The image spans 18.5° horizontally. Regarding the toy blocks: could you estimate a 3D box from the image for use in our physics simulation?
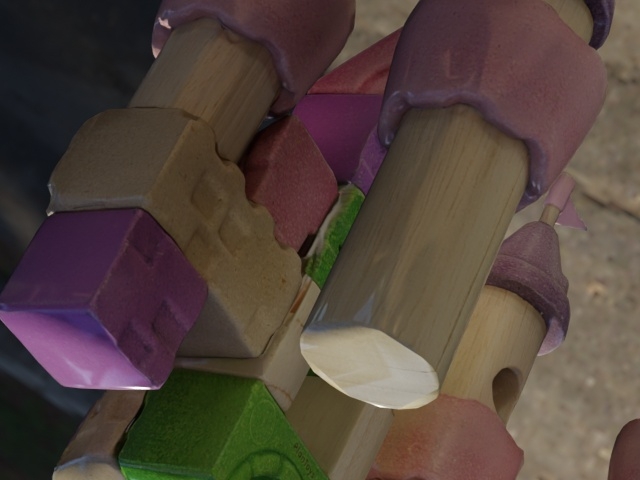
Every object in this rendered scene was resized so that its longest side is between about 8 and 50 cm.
[{"bbox_3d":[0.000,0.000,0.733,0.309,0.260,0.288,2,141,33],"label":"toy blocks"}]
